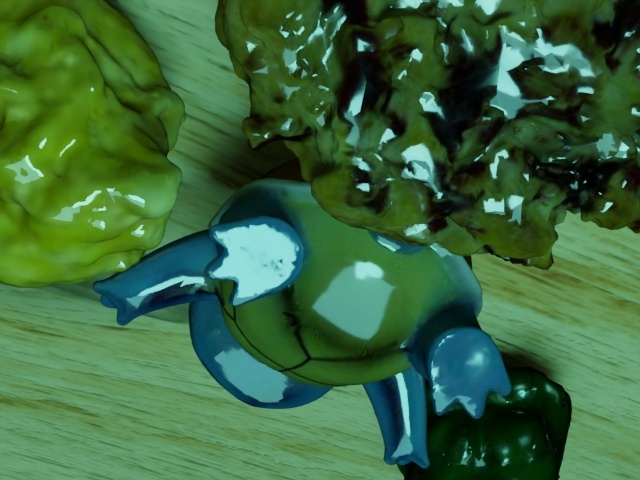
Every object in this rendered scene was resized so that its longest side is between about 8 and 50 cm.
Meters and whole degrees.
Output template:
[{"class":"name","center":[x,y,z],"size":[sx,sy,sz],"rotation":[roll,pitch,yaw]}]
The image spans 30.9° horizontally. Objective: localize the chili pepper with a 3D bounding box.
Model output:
[{"class":"chili pepper","center":[0.163,0.224,1.160],"size":[0.174,0.165,0.261],"rotation":[-9,143,-5]}]

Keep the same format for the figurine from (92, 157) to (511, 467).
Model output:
[{"class":"figurine","center":[0.000,0.025,0.859],"size":[0.298,0.243,0.416],"rotation":[21,137,-15]}]

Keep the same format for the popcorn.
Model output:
[{"class":"popcorn","center":[-0.199,-0.082,0.781],"size":[0.253,0.191,0.190],"rotation":[14,125,8]}]

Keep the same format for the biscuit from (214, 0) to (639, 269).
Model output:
[{"class":"biscuit","center":[0.104,-0.126,0.679],"size":[0.334,0.081,0.289],"rotation":[21,98,-14]}]
